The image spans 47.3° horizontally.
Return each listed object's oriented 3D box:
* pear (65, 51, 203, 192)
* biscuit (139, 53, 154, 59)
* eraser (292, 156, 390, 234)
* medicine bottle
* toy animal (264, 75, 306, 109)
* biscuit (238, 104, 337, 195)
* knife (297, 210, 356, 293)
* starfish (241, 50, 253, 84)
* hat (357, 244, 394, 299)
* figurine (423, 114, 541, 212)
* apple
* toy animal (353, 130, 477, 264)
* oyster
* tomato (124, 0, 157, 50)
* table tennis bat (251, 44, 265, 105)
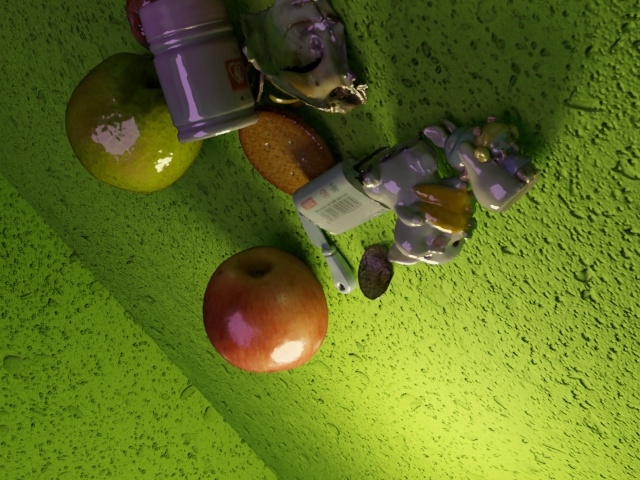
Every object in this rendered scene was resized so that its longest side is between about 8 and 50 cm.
[{"bbox_3d":[-0.475,-0.316,1.932,0.391,0.391,0.391,29,142,26],"label":"pear"},{"bbox_3d":[-0.509,-0.442,2.141,0.133,0.032,0.250,28,142,28],"label":"biscuit"},{"bbox_3d":[0.058,-0.102,1.778,0.174,0.081,0.227,31,149,-22],"label":"eraser"},{"bbox_3d":[-0.279,-0.402,1.701,0.202,0.202,0.315,0,110,48],"label":"medicine bottle"},{"bbox_3d":[-0.049,-0.360,1.670,0.155,0.219,0.095,-18,94,15],"label":"toy animal"},{"bbox_3d":[-0.081,-0.222,1.854,0.305,0.038,0.305,26,148,18],"label":"biscuit"},{"bbox_3d":[-0.001,0.001,2.023,0.080,0.044,0.331,-19,103,57],"label":"knife"},{"bbox_3d":[-0.220,-0.435,1.813,0.138,0.050,0.247,33,129,22],"label":"starfish"},{"bbox_3d":[0.166,0.085,1.905,0.146,0.067,0.145,-19,67,55],"label":"hat"},{"bbox_3d":[0.310,-0.175,1.428,0.235,0.127,0.155,49,168,14],"label":"figurine"},{"bbox_3d":[-0.157,0.191,2.109,0.364,0.364,0.363,29,142,26],"label":"apple"},{"bbox_3d":[0.211,-0.065,1.579,0.310,0.183,0.247,58,168,-18],"label":"toy animal"},{"bbox_3d":[-0.033,-0.395,1.548,0.100,0.275,0.271,-112,20,-61],"label":"oyster"},{"bbox_3d":[-0.412,-0.561,1.860,0.237,0.095,0.236,28,142,25],"label":"tomato"},{"bbox_3d":[-0.150,-0.384,1.752,0.022,0.131,0.234,3,163,-10],"label":"table tennis bat"}]
